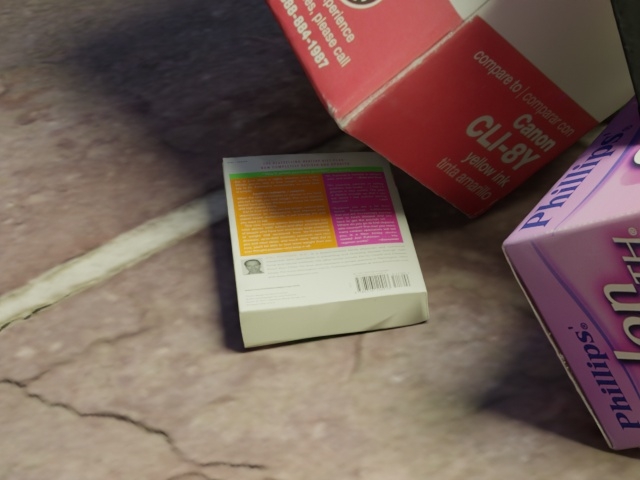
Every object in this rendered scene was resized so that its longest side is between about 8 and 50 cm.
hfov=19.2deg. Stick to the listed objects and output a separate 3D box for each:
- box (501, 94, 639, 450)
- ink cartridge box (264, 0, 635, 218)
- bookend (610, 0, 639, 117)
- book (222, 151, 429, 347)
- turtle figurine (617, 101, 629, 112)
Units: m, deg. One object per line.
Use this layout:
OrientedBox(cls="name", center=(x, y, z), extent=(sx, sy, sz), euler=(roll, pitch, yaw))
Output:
OrientedBox(cls="box", center=(0.243, -0.028, 0.826), extent=(0.243, 0.117, 0.213), euler=(-16, 21, 44))
OrientedBox(cls="ink cartridge box", center=(0.138, -0.244, 1.001), extent=(0.385, 0.160, 0.279), euler=(-38, 54, 16))
OrientedBox(cls="bookend", center=(0.197, -0.148, 0.828), extent=(0.157, 0.156, 0.072), euler=(-15, 18, 12))
OrientedBox(cls="book", center=(0.000, 0.000, 1.010), extent=(0.096, 0.035, 0.144), euler=(-7, 32, -2))
OrientedBox(cls="turtle figurine", center=(0.211, -0.220, 1.115), extent=(0.198, 0.274, 0.266), euler=(37, 72, 10))
